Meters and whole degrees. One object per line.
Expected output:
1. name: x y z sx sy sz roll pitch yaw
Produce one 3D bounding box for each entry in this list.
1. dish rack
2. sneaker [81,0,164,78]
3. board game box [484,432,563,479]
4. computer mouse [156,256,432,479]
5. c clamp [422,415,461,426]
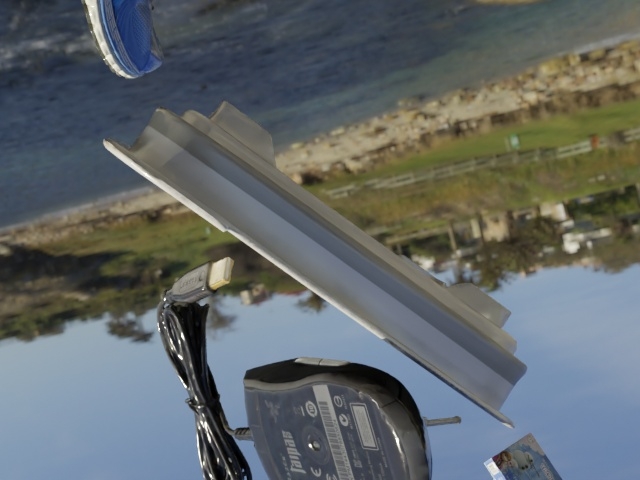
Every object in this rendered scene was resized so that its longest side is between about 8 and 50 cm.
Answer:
1. dish rack: 0.000 0.000 0.725 0.072 0.333 0.285 -54 -170 -2
2. sneaker: -0.191 -0.307 1.011 0.147 0.130 0.330 -15 145 -12
3. board game box: 0.268 0.306 1.249 0.090 0.090 0.020 -19 159 -43
4. computer mouse: -0.018 0.091 0.659 0.060 0.184 0.262 -19 -179 -38
5. c clamp: 0.058 0.207 0.711 0.022 0.160 0.137 0 169 45
